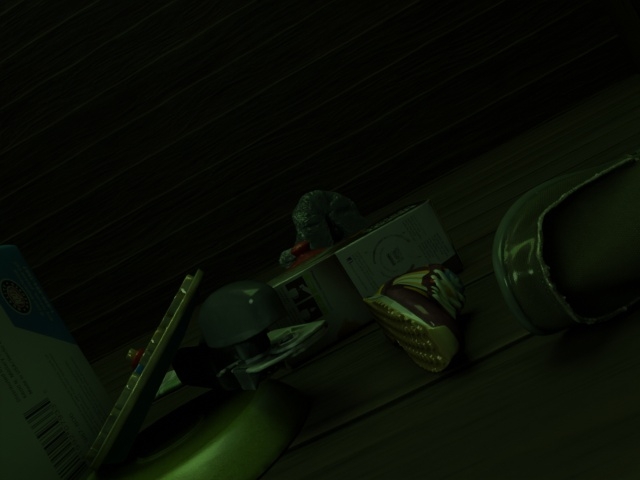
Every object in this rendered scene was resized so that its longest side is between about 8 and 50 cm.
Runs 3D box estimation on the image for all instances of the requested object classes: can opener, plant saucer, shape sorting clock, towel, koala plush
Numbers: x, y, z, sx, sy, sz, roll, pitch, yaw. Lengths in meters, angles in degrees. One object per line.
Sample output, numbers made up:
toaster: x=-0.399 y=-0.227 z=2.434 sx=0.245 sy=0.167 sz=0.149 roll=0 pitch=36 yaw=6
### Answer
can opener: x=-0.091 y=0.092 z=0.494 sx=0.076 sy=0.095 sz=0.283 roll=-29 pitch=3 yaw=-33
plant saucer: x=-0.125 y=0.189 z=0.449 sx=0.241 sy=0.037 sz=0.241 roll=-28 pitch=2 yaw=1
shape sorting clock: x=-0.170 y=0.119 z=0.495 sx=0.206 sy=0.040 sz=0.206 roll=-60 pitch=12 yaw=22
towel: x=-0.260 y=0.243 z=0.884 sx=0.152 sy=0.023 sz=0.113 roll=-28 pitch=2 yaw=6
koala plush: x=0.000 y=0.000 z=1.240 sx=0.196 sy=0.203 sz=0.221 roll=-29 pitch=-9 yaw=-24

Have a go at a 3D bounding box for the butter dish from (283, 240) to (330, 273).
butter dish: x=-0.009 y=0.057 z=0.822 sx=0.160 sy=0.118 sz=0.160 roll=-29 pitch=3 yaw=-21

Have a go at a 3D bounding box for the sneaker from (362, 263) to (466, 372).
sneaker: x=0.093 y=0.053 z=0.437 sx=0.084 sy=0.069 sz=0.185 roll=-34 pitch=5 yaw=-6

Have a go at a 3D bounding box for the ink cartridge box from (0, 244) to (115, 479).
ink cartridge box: x=-0.364 y=0.178 z=0.413 sx=0.166 sy=0.285 sz=0.395 roll=-30 pitch=3 yaw=4

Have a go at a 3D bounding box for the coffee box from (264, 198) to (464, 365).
coffee box: x=0.041 y=0.050 z=0.663 sx=0.246 sy=0.098 sz=0.141 roll=-29 pitch=3 yaw=-5

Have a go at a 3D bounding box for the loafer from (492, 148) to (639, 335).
loafer: x=0.218 y=-0.022 z=0.333 sx=0.251 sy=0.094 sz=0.087 roll=-30 pitch=-1 yaw=-23
